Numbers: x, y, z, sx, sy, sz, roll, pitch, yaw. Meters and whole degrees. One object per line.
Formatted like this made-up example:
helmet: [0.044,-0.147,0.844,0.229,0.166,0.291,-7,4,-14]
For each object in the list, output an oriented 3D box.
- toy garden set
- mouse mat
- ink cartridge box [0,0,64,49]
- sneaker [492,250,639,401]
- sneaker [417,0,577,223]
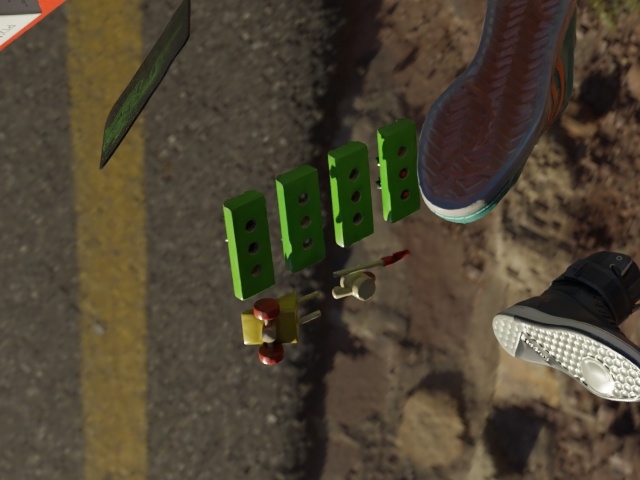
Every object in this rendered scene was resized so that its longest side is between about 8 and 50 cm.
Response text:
toy garden set: [0.000,0.000,1.634,0.049,0.244,0.203,29,136,44]
mouse mat: [-0.196,-0.179,1.732,0.007,0.152,0.189,29,112,-18]
ink cartridge box: [-0.401,-0.225,1.751,0.275,0.239,0.060,-26,80,42]
sneaker: [0.317,0.086,1.669,0.226,0.163,0.086,24,136,52]
sneaker: [0.181,-0.124,1.459,0.108,0.302,0.121,12,150,25]
